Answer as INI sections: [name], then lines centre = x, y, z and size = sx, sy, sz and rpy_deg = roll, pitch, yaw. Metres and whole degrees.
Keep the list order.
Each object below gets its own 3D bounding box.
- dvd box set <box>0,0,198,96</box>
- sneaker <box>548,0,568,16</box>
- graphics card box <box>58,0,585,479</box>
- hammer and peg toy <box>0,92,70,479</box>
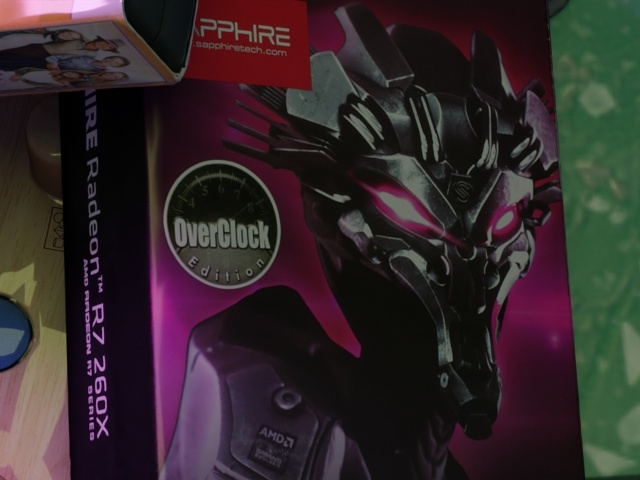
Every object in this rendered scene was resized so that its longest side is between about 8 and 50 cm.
[dvd box set]
centre = -0.237, -0.200, 0.867
size = 0.420, 0.062, 0.307
rpy_deg = -2, 67, 23
[sneaker]
centre = 0.082, -0.124, 1.033
size = 0.135, 0.058, 0.052
rpy_deg = -41, 79, -16
[graphics card box]
centre = 0.000, 0.000, 0.894
size = 0.233, 0.094, 0.371
rpy_deg = 4, 78, -33
[hammer and peg toy]
centre = -0.209, -0.017, 0.932
size = 0.266, 0.127, 0.361
rpy_deg = 12, 71, -1
